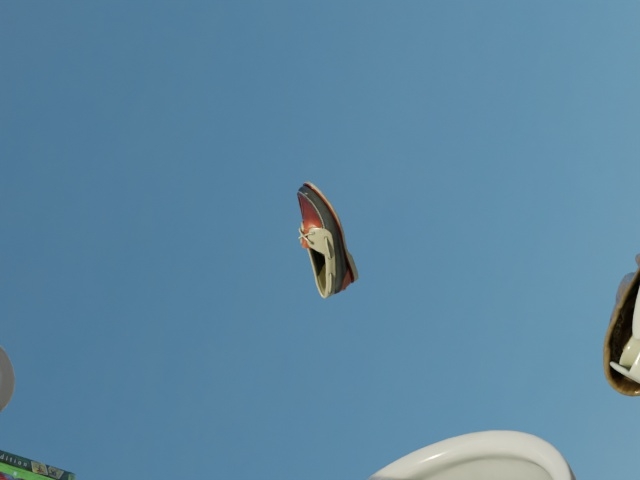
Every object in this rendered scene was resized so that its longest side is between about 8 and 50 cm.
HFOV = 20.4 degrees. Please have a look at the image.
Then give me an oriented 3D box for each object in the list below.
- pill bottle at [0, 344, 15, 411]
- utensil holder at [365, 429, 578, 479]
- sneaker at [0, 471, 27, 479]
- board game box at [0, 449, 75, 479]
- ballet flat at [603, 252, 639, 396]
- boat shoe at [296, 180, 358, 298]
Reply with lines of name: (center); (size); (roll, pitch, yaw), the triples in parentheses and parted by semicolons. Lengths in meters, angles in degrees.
pill bottle: (-0.370, 0.154, 1.666); (0.094, 0.169, 0.094); (29, -136, -32)
utensil holder: (0.189, 0.439, 1.773); (0.385, 0.328, 0.327); (57, -133, -21)
sneaker: (-0.293, 0.272, 1.559); (0.221, 0.087, 0.128); (120, 170, -73)
board game box: (-0.405, 0.268, 1.887); (0.030, 0.260, 0.136); (-100, 32, -68)
ballet flat: (0.273, 0.048, 1.349); (0.124, 0.116, 0.342); (-59, -6, -18)
boat shoe: (0.000, 0.000, 1.880); (0.043, 0.049, 0.137); (-32, -55, -16)
